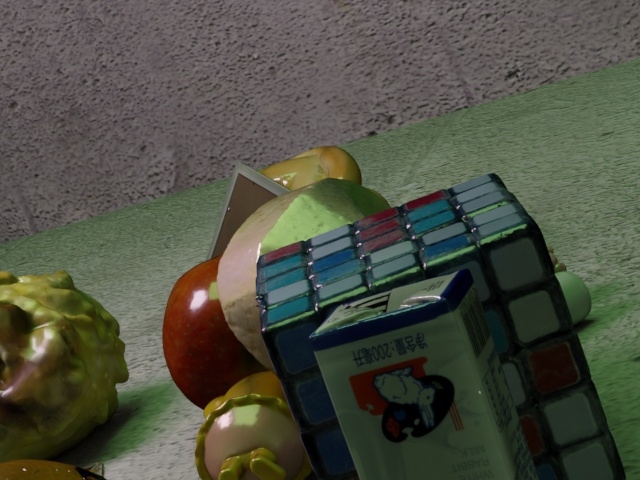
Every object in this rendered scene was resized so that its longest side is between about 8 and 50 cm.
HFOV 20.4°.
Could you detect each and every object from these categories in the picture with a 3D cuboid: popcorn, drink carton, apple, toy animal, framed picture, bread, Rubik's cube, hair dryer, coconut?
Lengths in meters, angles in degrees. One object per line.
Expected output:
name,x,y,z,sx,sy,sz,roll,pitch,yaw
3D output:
popcorn,-0.429,0.176,2.533,0.312,0.312,0.312,-20,13,5
drink carton,0.109,0.193,1.493,0.130,0.315,0.106,-17,10,19
apple,-0.107,0.122,2.331,0.230,0.230,0.230,-20,13,5
toy animal,-0.070,0.226,2.056,0.156,0.156,0.230,-20,16,8
framed picture,-0.109,0.053,2.530,0.019,0.296,0.232,13,10,-31
bread,0.000,0.000,2.627,0.211,0.270,0.315,-13,0,-30
Rubik's cube,0.113,0.128,1.816,0.287,0.293,0.292,-21,11,3
hair dryer,0.221,0.028,2.220,0.131,0.236,0.073,-29,-16,-30
coconut,0.014,0.051,2.055,0.259,0.259,0.259,-20,13,5

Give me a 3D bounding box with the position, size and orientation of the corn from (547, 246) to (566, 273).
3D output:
corn,0.159,0.094,2.261,0.335,0.127,0.126,-27,14,-23

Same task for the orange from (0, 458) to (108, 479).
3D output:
orange,-0.268,0.336,1.647,0.274,0.274,0.274,-20,13,5

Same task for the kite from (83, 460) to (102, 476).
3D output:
kite,-0.362,0.348,2.323,0.198,0.006,0.244,-9,17,42
